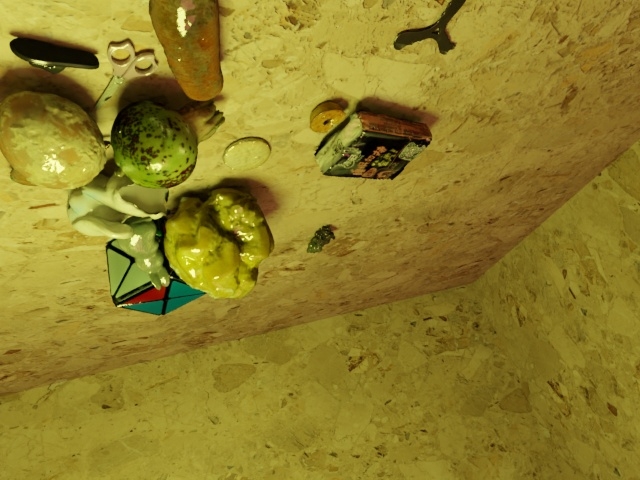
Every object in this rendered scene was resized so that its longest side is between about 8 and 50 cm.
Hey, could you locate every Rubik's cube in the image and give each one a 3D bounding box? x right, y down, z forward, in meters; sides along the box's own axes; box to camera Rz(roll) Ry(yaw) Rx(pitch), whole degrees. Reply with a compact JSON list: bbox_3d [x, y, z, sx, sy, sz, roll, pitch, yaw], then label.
[{"bbox_3d":[-0.562,0.094,1.684,0.247,0.249,0.248,-26,153,14],"label":"Rubik's cube"}]

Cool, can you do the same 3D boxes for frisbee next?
[{"bbox_3d":[0.302,-0.537,1.258,0.211,0.012,0.187,-29,155,21],"label":"frisbee"}]

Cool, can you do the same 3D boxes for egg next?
[{"bbox_3d":[-0.592,-0.218,1.064,0.204,0.203,0.245,-22,150,6],"label":"egg"}]

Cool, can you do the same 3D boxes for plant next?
[{"bbox_3d":[0.000,0.000,2.101,0.085,0.087,0.174,27,131,-18],"label":"plant"}]

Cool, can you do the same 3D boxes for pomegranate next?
[{"bbox_3d":[-0.366,-0.239,1.177,0.277,0.222,0.203,-22,145,-40],"label":"pomegranate"}]

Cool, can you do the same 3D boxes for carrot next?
[{"bbox_3d":[-0.262,-0.411,0.977,0.139,0.138,0.301,-15,156,-8],"label":"carrot"}]

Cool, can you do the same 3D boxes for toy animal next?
[{"bbox_3d":[-0.535,0.035,1.458,0.138,0.108,0.236,-23,124,-36],"label":"toy animal"},{"bbox_3d":[-0.547,-0.115,1.321,0.289,0.249,0.174,7,134,35],"label":"toy animal"}]

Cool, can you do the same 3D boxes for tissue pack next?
[{"bbox_3d":[0.171,-0.300,1.535,0.333,0.123,0.245,-2,152,-39],"label":"tissue pack"}]

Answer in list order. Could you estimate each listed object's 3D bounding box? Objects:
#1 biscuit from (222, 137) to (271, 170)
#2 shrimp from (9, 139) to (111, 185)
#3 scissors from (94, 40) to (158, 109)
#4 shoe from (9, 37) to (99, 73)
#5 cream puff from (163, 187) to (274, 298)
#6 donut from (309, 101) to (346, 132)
[{"bbox_3d":[-0.221,-0.258,1.458,0.152,0.020,0.152,-16,156,-7],"label":"biscuit"},{"bbox_3d":[-0.653,-0.196,1.236,0.267,0.061,0.145,-25,164,6],"label":"shrimp"},{"bbox_3d":[-0.454,-0.358,1.082,0.212,0.021,0.110,-36,149,31],"label":"scissors"},{"bbox_3d":[-0.534,-0.360,0.975,0.159,0.062,0.053,-5,155,-36],"label":"shoe"},{"bbox_3d":[-0.307,-0.015,1.561,0.378,0.378,0.275,8,145,-45],"label":"cream puff"},{"bbox_3d":[0.015,-0.357,1.390,0.108,0.043,0.097,-29,157,21],"label":"donut"}]
